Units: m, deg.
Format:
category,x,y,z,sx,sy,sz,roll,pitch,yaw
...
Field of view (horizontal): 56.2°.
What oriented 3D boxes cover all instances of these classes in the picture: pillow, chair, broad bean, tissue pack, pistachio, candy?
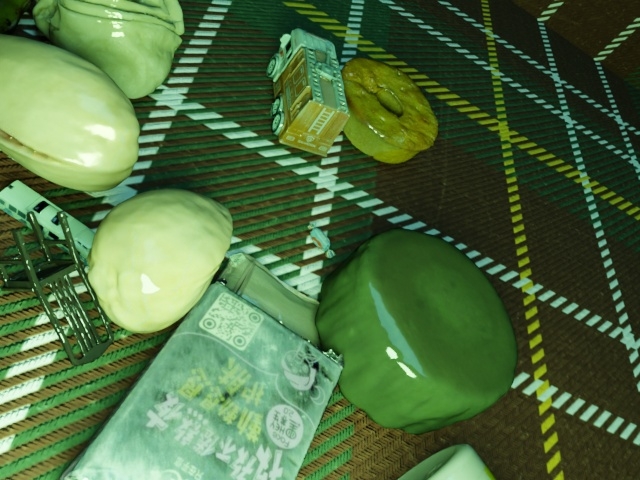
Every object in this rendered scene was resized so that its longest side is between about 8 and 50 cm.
category,x,y,z,sx,sy,sz,roll,pitch,yaw
pillow,-0.076,0.114,1.044,0.233,0.038,0.130,35,40,-12
chair,-0.377,0.070,0.840,0.084,0.102,0.212,-35,118,-46
broad bean,-0.583,-0.424,1.094,0.077,0.061,0.338,15,47,-17
tissue pack,-0.142,0.250,0.828,0.259,0.122,0.361,35,44,-5
pistachio,-0.221,0.017,0.870,0.188,0.187,0.299,37,21,-5
candy,-0.001,0.000,1.207,0.030,0.020,0.083,-21,69,-46
pistachio,-0.425,-0.197,0.928,0.318,0.193,0.214,25,32,-3

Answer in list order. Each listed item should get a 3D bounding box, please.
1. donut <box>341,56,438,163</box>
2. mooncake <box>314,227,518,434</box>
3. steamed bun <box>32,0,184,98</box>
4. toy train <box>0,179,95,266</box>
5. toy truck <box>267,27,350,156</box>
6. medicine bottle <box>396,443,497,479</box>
category,x,y,z,sx,sy,sz,roll,pitch,yaw
donut,0.154,-0.324,1.528,0.303,0.110,0.302,19,49,-23
mooncake,0.163,0.158,1.066,0.357,0.194,0.356,21,46,-23
steamed bun,-0.395,-0.452,1.152,0.276,0.203,0.289,22,45,-21
toy train,-0.388,-0.013,0.911,0.208,0.047,0.043,36,44,-5
toy truck,-0.027,-0.355,1.376,0.136,0.162,0.305,14,49,-27
medicine bottle,0.225,0.484,0.835,0.208,0.208,0.339,-21,71,-45
